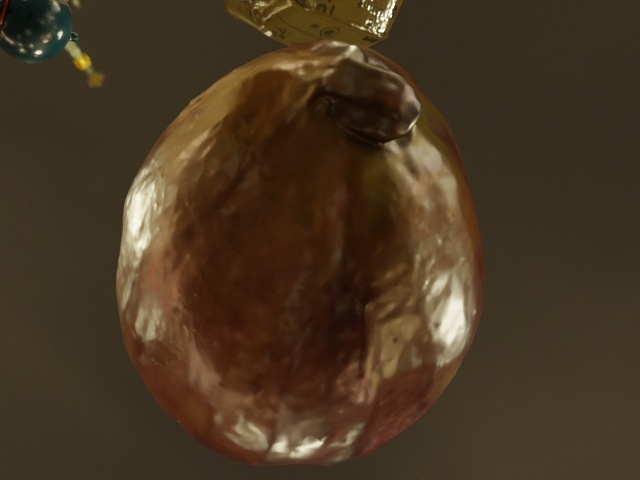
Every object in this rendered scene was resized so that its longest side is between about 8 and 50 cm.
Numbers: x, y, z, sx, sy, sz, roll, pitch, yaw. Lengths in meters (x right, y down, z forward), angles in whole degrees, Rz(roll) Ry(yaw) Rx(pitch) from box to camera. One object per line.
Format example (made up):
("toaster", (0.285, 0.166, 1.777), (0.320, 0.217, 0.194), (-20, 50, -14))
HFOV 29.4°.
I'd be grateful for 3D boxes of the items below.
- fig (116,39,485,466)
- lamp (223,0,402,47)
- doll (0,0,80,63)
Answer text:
("fig", (-0.006, 0.006, 0.734), (0.224, 0.224, 0.263), (5, -72, 6))
("lamp", (-0.007, -0.276, 1.271), (0.161, 0.185, 0.161), (-9, -104, 38))
("doll", (-0.323, -0.235, 1.271), (0.152, 0.114, 0.085), (17, -95, -22))
